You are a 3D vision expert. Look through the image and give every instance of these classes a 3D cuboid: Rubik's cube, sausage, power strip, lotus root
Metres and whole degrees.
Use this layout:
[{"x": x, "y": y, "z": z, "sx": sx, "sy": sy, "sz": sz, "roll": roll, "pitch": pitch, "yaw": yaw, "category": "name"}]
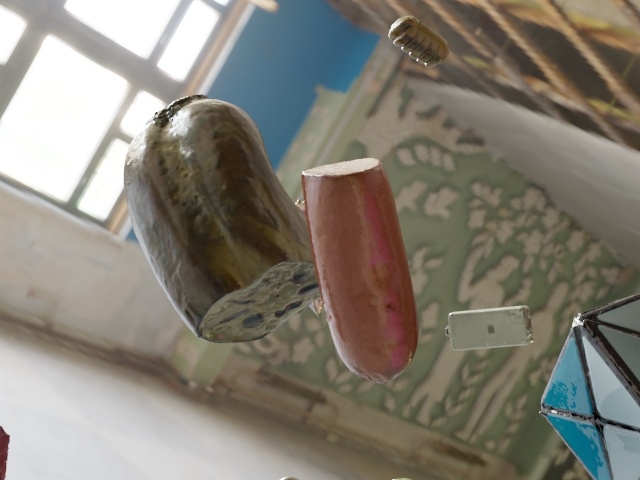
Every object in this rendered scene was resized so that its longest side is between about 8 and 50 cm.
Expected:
[{"x": 0.525, "y": 0.240, "z": 1.679, "sx": 0.248, "sy": 0.250, "sz": 0.246, "roll": 57, "pitch": -27, "yaw": 36, "category": "Rubik's cube"}, {"x": 0.048, "y": 0.038, "z": 1.231, "sx": 0.114, "sy": 0.259, "sz": 0.113, "roll": -11, "pitch": 15, "yaw": 3, "category": "sausage"}, {"x": 0.348, "y": 0.180, "z": 2.228, "sx": 0.192, "sy": 0.081, "sz": 0.035, "roll": -9, "pitch": -4, "yaw": 33, "category": "power strip"}, {"x": -0.143, "y": -0.042, "z": 1.537, "sx": 0.346, "sy": 0.250, "sz": 0.250, "roll": 63, "pitch": 12, "yaw": 18, "category": "lotus root"}]

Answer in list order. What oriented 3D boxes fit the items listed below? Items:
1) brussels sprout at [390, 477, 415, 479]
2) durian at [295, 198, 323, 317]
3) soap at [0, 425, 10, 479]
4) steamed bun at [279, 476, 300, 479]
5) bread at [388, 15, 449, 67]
[{"x": 0.124, "y": 0.460, "z": 1.770, "sx": 0.122, "sy": 0.151, "sz": 0.149, "roll": 24, "pitch": 10, "yaw": -30, "category": "brussels sprout"}, {"x": -0.001, "y": 0.000, "z": 2.407, "sx": 0.112, "sy": 0.341, "sz": 0.191, "roll": -19, "pitch": 56, "yaw": -29, "category": "durian"}, {"x": -0.506, "y": 0.326, "z": 1.437, "sx": 0.162, "sy": 0.249, "sz": 0.099, "roll": 13, "pitch": -11, "yaw": -40, "category": "soap"}, {"x": -0.054, "y": 0.650, "z": 2.225, "sx": 0.268, "sy": 0.280, "sz": 0.207, "roll": 49, "pitch": 0, "yaw": 19, "category": "steamed bun"}, {"x": 0.133, "y": -0.264, "z": 1.452, "sx": 0.088, "sy": 0.049, "sz": 0.033, "roll": 35, "pitch": 38, "yaw": -17, "category": "bread"}]
